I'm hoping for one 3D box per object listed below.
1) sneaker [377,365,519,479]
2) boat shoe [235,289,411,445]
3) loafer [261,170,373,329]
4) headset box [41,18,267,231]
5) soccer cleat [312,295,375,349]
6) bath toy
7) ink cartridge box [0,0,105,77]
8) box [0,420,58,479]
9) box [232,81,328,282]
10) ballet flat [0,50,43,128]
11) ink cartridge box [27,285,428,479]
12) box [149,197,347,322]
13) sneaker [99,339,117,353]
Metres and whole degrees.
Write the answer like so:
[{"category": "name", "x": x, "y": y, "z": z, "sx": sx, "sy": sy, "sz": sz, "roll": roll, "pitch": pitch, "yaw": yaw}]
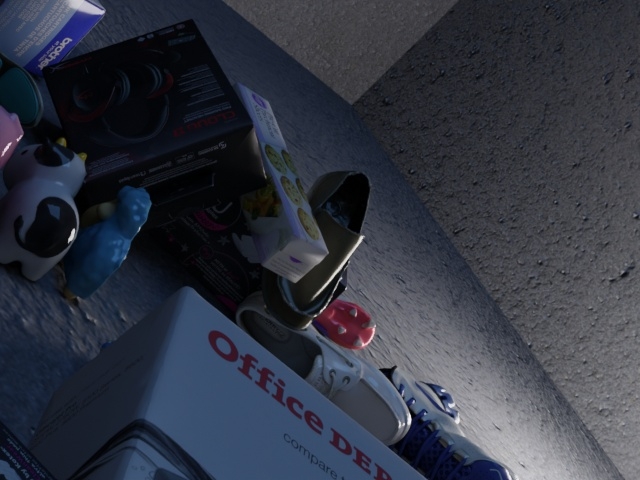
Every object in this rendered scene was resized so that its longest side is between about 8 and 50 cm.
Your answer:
[{"category": "sneaker", "x": 0.131, "y": 0.278, "z": 1.615, "sx": 0.182, "sy": 0.127, "sz": 0.315, "roll": 33, "pitch": 12, "yaw": -34}, {"category": "boat shoe", "x": -0.006, "y": 0.176, "z": 1.523, "sx": 0.277, "sy": 0.098, "sz": 0.096, "roll": 38, "pitch": 13, "yaw": 5}, {"category": "loafer", "x": 0.000, "y": 0.000, "z": 1.524, "sx": 0.094, "sy": 0.087, "sz": 0.251, "roll": 31, "pitch": 57, "yaw": -18}, {"category": "headset box", "x": -0.210, "y": -0.137, "z": 1.490, "sx": 0.293, "sy": 0.218, "sz": 0.110, "roll": -119, "pitch": -167, "yaw": -45}, {"category": "soccer cleat", "x": -0.021, "y": 0.083, "z": 1.815, "sx": 0.248, "sy": 0.083, "sz": 0.095, "roll": 39, "pitch": -14, "yaw": -13}, {"category": "bath toy", "x": -0.333, "y": -0.079, "z": 1.174, "sx": 0.348, "sy": 0.129, "sz": 0.151, "roll": 34, "pitch": 18, "yaw": -40}, {"category": "ink cartridge box", "x": -0.475, "y": -0.392, "z": 1.603, "sx": 0.270, "sy": 0.151, "sz": 0.395, "roll": 54, "pitch": 16, "yaw": 25}, {"category": "box", "x": -0.269, "y": 0.166, "z": 0.562, "sx": 0.143, "sy": 0.165, "sz": 0.270, "roll": 47, "pitch": 13, "yaw": -1}, {"category": "box", "x": -0.072, "y": -0.082, "z": 1.531, "sx": 0.067, "sy": 0.063, "sz": 0.324, "roll": 31, "pitch": 25, "yaw": -38}, {"category": "ballet flat", "x": -0.401, "y": -0.207, "z": 1.505, "sx": 0.168, "sy": 0.057, "sz": 0.052, "roll": 50, "pitch": 4, "yaw": 15}, {"category": "ink cartridge box", "x": -0.068, "y": 0.260, "z": 0.728, "sx": 0.285, "sy": 0.166, "sz": 0.395, "roll": 42, "pitch": 28, "yaw": -19}, {"category": "box", "x": -0.092, "y": 0.004, "z": 1.646, "sx": 0.247, "sy": 0.142, "sz": 0.163, "roll": 45, "pitch": 14, "yaw": -10}, {"category": "sneaker", "x": -0.127, "y": 0.160, "z": 1.186, "sx": 0.240, "sy": 0.091, "sz": 0.126, "roll": 34, "pitch": 17, "yaw": -39}]
